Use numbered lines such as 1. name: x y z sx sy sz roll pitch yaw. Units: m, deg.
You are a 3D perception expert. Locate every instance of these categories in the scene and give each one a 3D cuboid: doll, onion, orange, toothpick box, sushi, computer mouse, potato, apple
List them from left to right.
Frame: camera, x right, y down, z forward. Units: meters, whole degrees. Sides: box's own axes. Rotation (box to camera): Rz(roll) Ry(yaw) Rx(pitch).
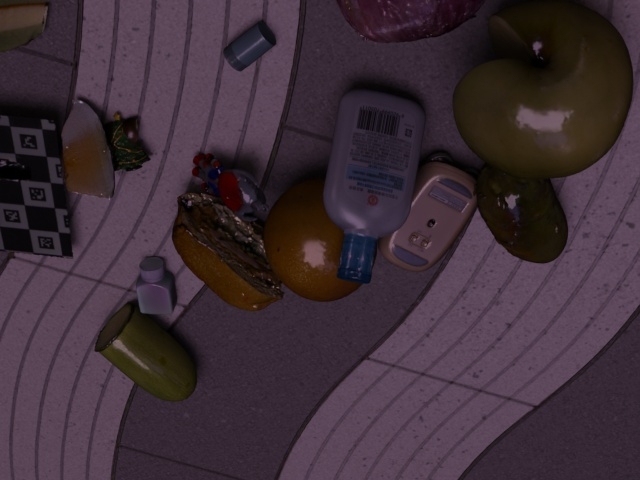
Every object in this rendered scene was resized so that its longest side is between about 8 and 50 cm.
1. sushi: -0.676 -0.129 1.969 0.359 0.064 0.343 6 130 4
2. doll: -0.379 -0.181 1.875 0.078 0.077 0.113 -8 123 25
3. doll: -0.169 -0.101 1.864 0.194 0.062 0.104 32 113 28
4. toothpick box: -0.125 -0.342 1.735 0.083 0.052 0.052 -32 114 25
5. orange: 0.000 0.000 1.854 0.236 0.236 0.236 4 125 6
6. onion: 0.133 -0.465 1.544 0.267 0.159 0.349 -10 124 12
7. computer mouse: 0.205 -0.050 1.861 0.145 0.082 0.237 24 111 -15
8. potato: 0.368 -0.053 1.796 0.141 0.176 0.298 -13 147 20
9. apple: 0.358 -0.237 1.591 0.291 0.292 0.254 -9 150 15

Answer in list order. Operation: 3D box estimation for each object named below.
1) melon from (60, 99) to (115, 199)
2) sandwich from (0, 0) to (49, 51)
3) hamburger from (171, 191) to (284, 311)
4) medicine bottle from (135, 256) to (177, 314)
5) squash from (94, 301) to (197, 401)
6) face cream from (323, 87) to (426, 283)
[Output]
1. melon: -0.456 -0.161 1.884 0.093 0.139 0.203 -12 84 -19
2. sandwich: -0.631 -0.435 1.724 0.198 0.227 0.155 42 131 23
3. hamburger: -0.188 0.022 1.947 0.283 0.144 0.156 41 146 -8
4. medicine bottle: -0.349 0.097 2.077 0.074 0.055 0.118 2 126 9
5. squash: -0.364 0.260 2.155 0.132 0.132 0.247 -34 116 28
6. face cream: 0.087 -0.093 1.734 0.163 0.080 0.337 11 83 -11
